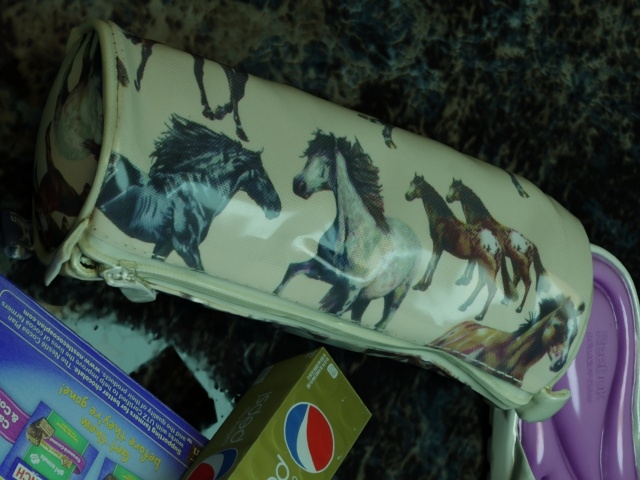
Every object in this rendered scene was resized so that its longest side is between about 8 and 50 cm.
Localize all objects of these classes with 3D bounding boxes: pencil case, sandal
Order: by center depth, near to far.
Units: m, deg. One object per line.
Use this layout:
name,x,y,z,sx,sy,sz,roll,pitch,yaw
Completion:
pencil case,0.000,0.000,1.085,0.410,0.160,0.183,19,65,-25
sandal,0.210,0.208,1.216,0.169,0.102,0.416,-10,92,-27

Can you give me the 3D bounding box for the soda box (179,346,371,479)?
soda box,-0.039,0.148,0.988,0.061,0.058,0.181,55,42,-16

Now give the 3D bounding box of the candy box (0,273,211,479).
candy box,-0.201,0.214,0.926,0.268,0.122,0.317,43,47,-25
